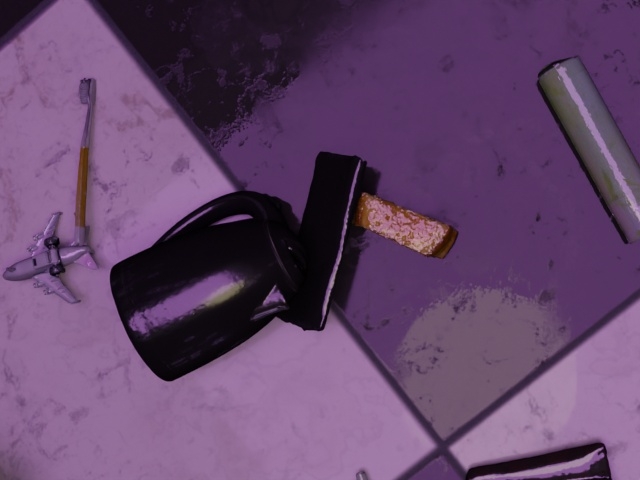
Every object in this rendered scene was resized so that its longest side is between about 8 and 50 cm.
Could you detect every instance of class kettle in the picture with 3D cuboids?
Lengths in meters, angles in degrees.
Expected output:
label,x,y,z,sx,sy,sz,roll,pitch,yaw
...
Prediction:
label,x,y,z,sx,sy,sz,roll,pitch,yaw
kettle,-0.166,0.045,1.816,0.290,0.207,0.268,-28,51,8

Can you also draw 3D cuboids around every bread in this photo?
label,x,y,z,sx,sy,sz,roll,pitch,yaw
bread,0.122,-0.028,1.811,0.187,0.103,0.065,25,95,4

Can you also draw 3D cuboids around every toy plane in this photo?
label,x,y,z,sx,sy,sz,roll,pitch,yaw
toy plane,-0.458,0.036,1.924,0.171,0.065,0.162,-16,75,4

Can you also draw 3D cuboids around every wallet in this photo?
label,x,y,z,sx,sy,sz,roll,pitch,yaw
wallet,0.351,0.423,1.793,0.229,0.049,0.182,-12,90,10
wallet,-0.001,0.000,1.824,0.030,0.146,0.286,13,92,-32

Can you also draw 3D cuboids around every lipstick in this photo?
label,x,y,z,sx,sy,sz,roll,pitch,yaw
lipstick,0.437,-0.145,1.776,0.076,0.076,0.304,-29,84,7

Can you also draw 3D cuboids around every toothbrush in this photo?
label,x,y,z,sx,sy,sz,roll,pitch,yaw
toothbrush,-0.399,-0.133,1.918,0.024,0.021,0.288,-2,80,21

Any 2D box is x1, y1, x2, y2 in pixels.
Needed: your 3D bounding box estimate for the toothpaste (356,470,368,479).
label,x,y,z,sx,sy,sz,roll,pitch,yaw
toothpaste,0.089,0.468,1.843,0.048,0.029,0.197,-15,90,9
